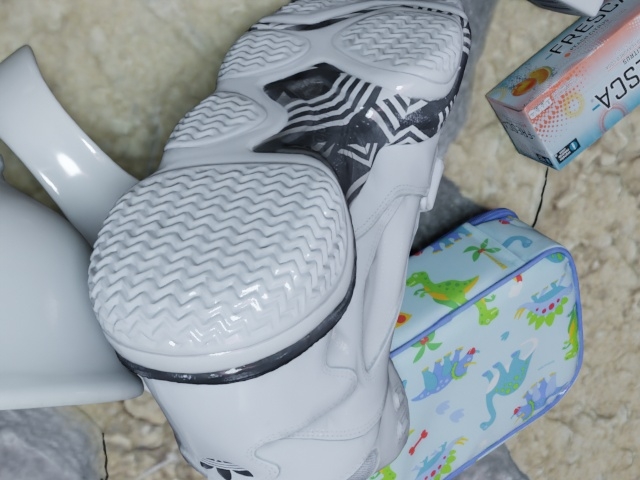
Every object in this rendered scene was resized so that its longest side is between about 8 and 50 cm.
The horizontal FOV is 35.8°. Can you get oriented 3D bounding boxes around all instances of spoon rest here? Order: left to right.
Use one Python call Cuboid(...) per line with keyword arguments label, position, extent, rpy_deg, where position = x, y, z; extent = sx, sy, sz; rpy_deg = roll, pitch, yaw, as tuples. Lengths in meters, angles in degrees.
Cuboid(label="spoon rest", position=(-0.114, 0.002, 0.640), extent=(0.137, 0.084, 0.276), rpy_deg=(-42, 116, -3))

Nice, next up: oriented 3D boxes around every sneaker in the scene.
Cuboid(label="sneaker", position=(0.000, 0.000, 0.594), extent=(0.137, 0.366, 0.210), rpy_deg=(9, 130, 20))

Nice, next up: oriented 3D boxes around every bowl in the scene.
Cuboid(label="bowl", position=(-0.240, 0.016, 0.513), extent=(0.298, 0.298, 0.134), rpy_deg=(3, 83, -22))

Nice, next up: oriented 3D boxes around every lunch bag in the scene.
Cuboid(label="lunch bag", position=(0.086, 0.093, 0.726), extent=(0.219, 0.090, 0.176), rpy_deg=(-31, 130, -16))

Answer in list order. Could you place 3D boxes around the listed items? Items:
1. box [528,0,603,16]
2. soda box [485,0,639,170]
Cuboid(label="box", position=(0.149, -0.240, 0.664), extent=(0.126, 0.072, 0.137), rpy_deg=(20, 100, -25))
Cuboid(label="soda box", position=(0.217, -0.135, 0.734), extent=(0.183, 0.058, 0.063), rpy_deg=(-39, 117, -4))
